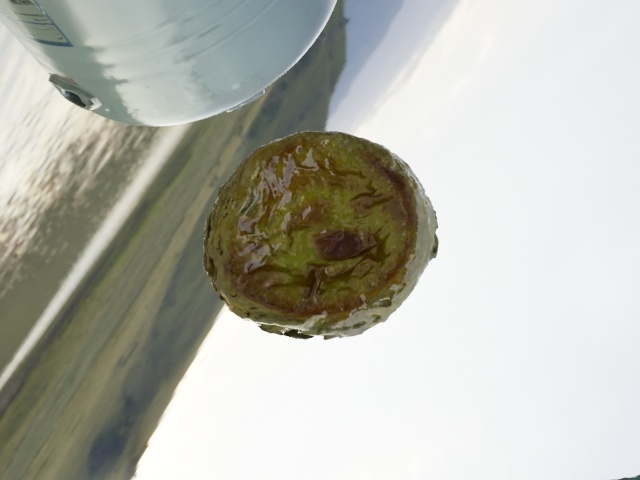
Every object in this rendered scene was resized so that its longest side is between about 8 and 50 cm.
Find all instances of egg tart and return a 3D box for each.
[{"bbox_3d":[0.000,0.000,1.055,0.295,0.295,0.116,-60,164,-23],"label":"egg tart"}]

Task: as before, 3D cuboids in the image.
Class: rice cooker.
[{"bbox_3d":[-0.113,-0.202,0.479,0.226,0.226,0.244,-58,151,-12],"label":"rice cooker"}]

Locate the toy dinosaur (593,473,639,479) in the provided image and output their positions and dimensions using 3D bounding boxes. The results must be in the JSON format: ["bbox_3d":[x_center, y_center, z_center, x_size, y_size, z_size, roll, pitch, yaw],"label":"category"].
[{"bbox_3d":[0.044,0.345,0.338,0.500,0.374,0.144,-21,-175,-20],"label":"toy dinosaur"}]
